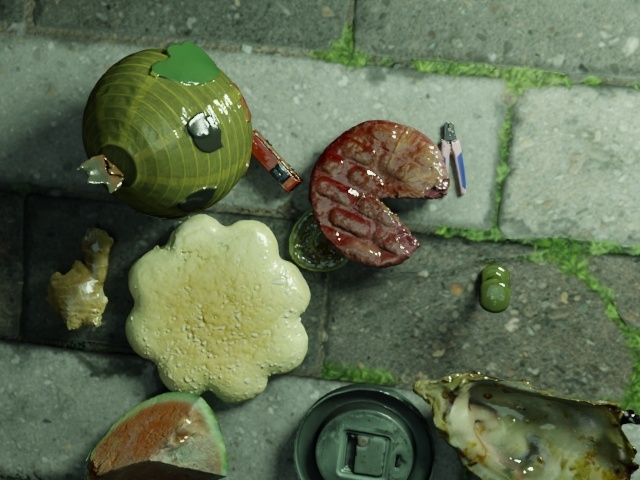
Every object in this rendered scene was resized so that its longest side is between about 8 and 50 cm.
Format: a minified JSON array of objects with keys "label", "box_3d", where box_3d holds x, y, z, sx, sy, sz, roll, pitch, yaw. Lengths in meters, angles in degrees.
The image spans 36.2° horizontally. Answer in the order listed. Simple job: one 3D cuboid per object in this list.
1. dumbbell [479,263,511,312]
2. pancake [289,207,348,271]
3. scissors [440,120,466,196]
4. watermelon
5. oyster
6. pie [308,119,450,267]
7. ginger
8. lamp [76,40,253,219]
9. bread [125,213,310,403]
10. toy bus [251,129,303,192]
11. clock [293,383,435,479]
[{"label":"dumbbell","box_3d":[0.259,0.071,1.459,0.046,0.118,0.052,5,101,9]},{"label":"pancake","box_3d":[0.000,-0.001,1.526,0.108,0.017,0.108,0,101,2]},{"label":"scissors","box_3d":[0.198,-0.124,1.487,0.039,0.012,0.113,-6,98,6]},{"label":"watermelon","box_3d":[-0.248,0.344,1.577,0.231,0.128,0.146,-22,128,26]},{"label":"oyster","box_3d":[0.308,0.309,1.507,0.361,0.096,0.221,13,105,4]},{"label":"pie","box_3d":[0.087,-0.074,1.475,0.204,0.054,0.218,41,97,6]},{"label":"ginger","box_3d":[-0.383,0.059,1.555,0.096,0.067,0.165,9,87,4]},{"label":"lamp","box_3d":[-0.233,-0.146,1.391,0.250,0.284,0.250,16,123,26]},{"label":"bread","box_3d":[-0.165,0.113,1.545,0.316,0.054,0.316,1,100,4]},{"label":"toy bus","box_3d":[-0.074,-0.121,1.501,0.031,0.043,0.110,-43,92,10]},{"label":"clock","box_3d":[0.070,0.336,1.559,0.226,0.049,0.226,1,100,5]}]
